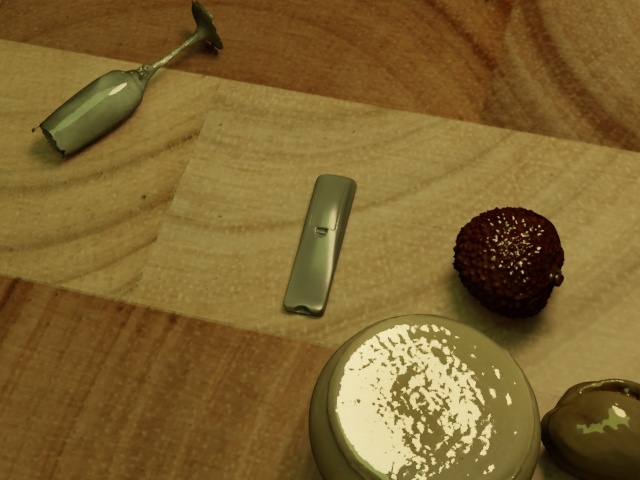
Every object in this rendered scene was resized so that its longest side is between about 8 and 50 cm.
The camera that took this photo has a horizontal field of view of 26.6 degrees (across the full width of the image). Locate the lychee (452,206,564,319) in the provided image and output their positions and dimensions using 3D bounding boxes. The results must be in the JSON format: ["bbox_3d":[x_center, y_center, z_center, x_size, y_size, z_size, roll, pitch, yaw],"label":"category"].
[{"bbox_3d":[0.205,0.022,1.471,0.123,0.123,0.129,-46,31,-20],"label":"lychee"}]

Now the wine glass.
[{"bbox_3d":[-0.238,-0.194,1.678,0.262,0.074,0.074,-39,62,-14],"label":"wine glass"}]

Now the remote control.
[{"bbox_3d":[0.000,0.000,1.556,0.050,0.027,0.184,8,61,11],"label":"remote control"}]

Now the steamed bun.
[{"bbox_3d":[0.100,0.194,1.357,0.232,0.145,0.232,5,59,-8],"label":"steamed bun"}]

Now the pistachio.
[{"bbox_3d":[0.299,0.196,1.363,0.149,0.113,0.113,23,64,11],"label":"pistachio"}]
